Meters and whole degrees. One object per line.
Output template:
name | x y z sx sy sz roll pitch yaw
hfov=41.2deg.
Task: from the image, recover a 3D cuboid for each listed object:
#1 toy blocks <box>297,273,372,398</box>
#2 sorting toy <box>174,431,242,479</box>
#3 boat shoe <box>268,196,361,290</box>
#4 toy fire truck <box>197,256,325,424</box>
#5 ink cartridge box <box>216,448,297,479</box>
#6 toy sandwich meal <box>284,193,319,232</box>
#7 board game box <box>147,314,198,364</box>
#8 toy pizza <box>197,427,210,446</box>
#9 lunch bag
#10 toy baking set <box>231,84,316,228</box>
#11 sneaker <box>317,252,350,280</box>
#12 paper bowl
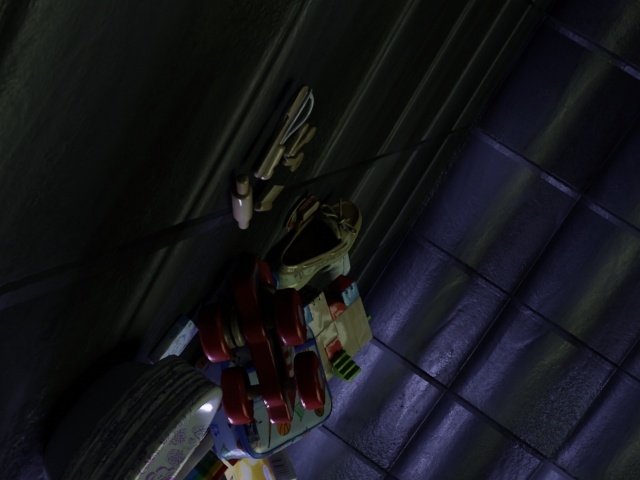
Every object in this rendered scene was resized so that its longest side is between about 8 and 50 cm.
toy blocks | -0.032 0.209 1.979 0.381 0.190 0.261 -40 132 -26
sorting toy | -0.220 0.462 1.860 0.257 0.089 0.255 -48 176 -5
boat shoe | 0.000 0.000 1.732 0.285 0.104 0.089 -47 170 -37
toy fire truck | -0.097 0.168 1.522 0.254 0.169 0.302 -88 164 -70
ink cartridge box | -0.187 0.539 2.082 0.072 0.304 0.307 -1 135 -35
toy sandwich meal | -0.035 -0.049 1.620 0.086 0.029 0.085 -53 170 -14
board game box | -0.239 0.168 1.386 0.090 0.020 0.090 -54 170 -13
toy pizza | -0.318 0.517 2.069 0.201 0.032 0.201 -54 173 -10
lunch bag | -0.112 0.292 1.710 0.114 0.243 0.303 -13 -179 37
toy baking set | -0.069 -0.123 1.242 0.197 0.030 0.256 -56 171 -16
sneaker | 0.013 0.038 2.019 0.091 0.094 0.258 -34 160 -15
paper bowl | -0.278 0.288 1.214 0.284 0.148 0.284 -54 169 -15
